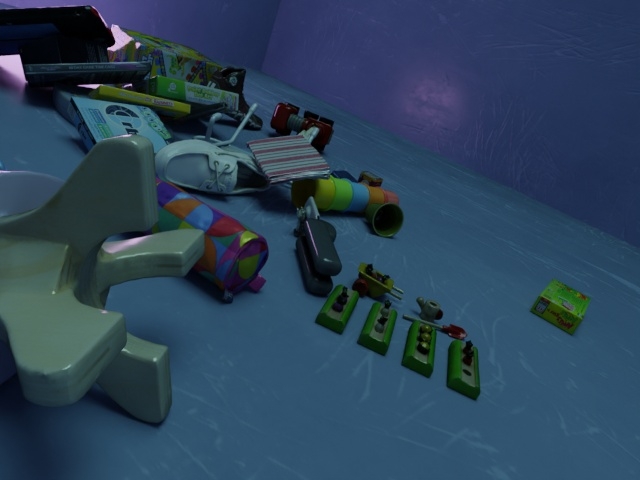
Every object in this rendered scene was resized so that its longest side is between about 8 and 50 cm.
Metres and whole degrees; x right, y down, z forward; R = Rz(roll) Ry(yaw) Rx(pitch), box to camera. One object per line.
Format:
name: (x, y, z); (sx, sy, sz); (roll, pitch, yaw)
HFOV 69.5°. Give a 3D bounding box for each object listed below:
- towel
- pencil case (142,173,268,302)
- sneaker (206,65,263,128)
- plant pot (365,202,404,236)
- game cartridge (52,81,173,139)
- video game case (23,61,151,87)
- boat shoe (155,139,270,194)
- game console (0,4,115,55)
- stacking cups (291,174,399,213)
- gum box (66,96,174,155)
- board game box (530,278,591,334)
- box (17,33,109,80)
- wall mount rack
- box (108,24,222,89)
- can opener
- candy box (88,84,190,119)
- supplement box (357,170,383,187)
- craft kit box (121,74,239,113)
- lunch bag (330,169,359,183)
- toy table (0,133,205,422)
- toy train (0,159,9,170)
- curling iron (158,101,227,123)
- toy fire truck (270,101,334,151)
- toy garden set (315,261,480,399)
towel: (-0.076, -0.183, 1.037); (0.144, 0.029, 0.197); (-10, 39, -19)
pencil case: (-0.185, -0.010, 0.674); (0.236, 0.105, 0.104); (32, 24, 20)
sneaker: (-0.271, -0.497, 1.586); (0.106, 0.163, 0.281); (34, 11, 31)
plant pot: (0.147, -0.058, 1.118); (0.083, 0.084, 0.079); (11, 12, -23)
game cartridge: (-0.524, -0.313, 1.133); (0.297, 0.062, 0.198); (35, 21, 31)
video game case: (-0.586, -0.419, 1.167); (0.274, 0.026, 0.196); (-13, 13, -28)
boat shoe: (-0.208, -0.142, 0.954); (0.096, 0.098, 0.277); (34, 24, 31)
game console: (-0.751, -0.534, 1.189); (0.386, 0.060, 0.342); (-11, 18, -14)
stacking cups: (0.080, -0.113, 1.146); (0.316, 0.096, 0.096); (1, 29, -40)
gum box: (-0.412, -0.227, 0.981); (0.184, 0.041, 0.157); (-10, 58, -51)
board game box: (0.540, 0.143, 1.032); (0.092, 0.043, 0.181); (33, 25, 27)
box: (-0.689, -0.485, 1.252); (0.155, 0.093, 0.158); (-2, 11, 26)
wall mount rack: (-0.153, -0.272, 1.263); (0.349, 0.131, 0.304); (24, 22, 4)
box: (-0.538, -0.577, 1.567); (0.279, 0.177, 0.290); (0, 30, -42)
can opener: (0.000, 0.000, 0.840); (0.093, 0.074, 0.280); (16, 22, -13)
candy box: (-0.425, -0.324, 1.090); (0.205, 0.027, 0.105); (2, 0, -38)
supplement box: (0.128, -0.142, 1.274); (0.055, 0.083, 0.043); (33, 25, 28)
craft kit box: (-0.410, -0.413, 1.346); (0.249, 0.061, 0.246); (-2, 5, -43)
lunch bag: (0.051, -0.142, 1.234); (0.067, 0.065, 0.098); (48, 29, 20)
toy table: (-0.211, 0.040, 0.381); (0.160, 0.252, 0.274); (4, 32, 4)
toy train: (-0.371, -0.024, 0.522); (0.184, 0.105, 0.080); (33, 34, 29)
curling iron: (-0.358, -0.340, 1.207); (0.273, 0.068, 0.035); (3, -7, 29)
toy fire truck: (-0.085, -0.387, 1.610); (0.216, 0.159, 0.246); (24, 12, 7)
toy garden set: (0.137, 0.116, 0.724); (0.244, 0.049, 0.204); (24, 22, 8)
